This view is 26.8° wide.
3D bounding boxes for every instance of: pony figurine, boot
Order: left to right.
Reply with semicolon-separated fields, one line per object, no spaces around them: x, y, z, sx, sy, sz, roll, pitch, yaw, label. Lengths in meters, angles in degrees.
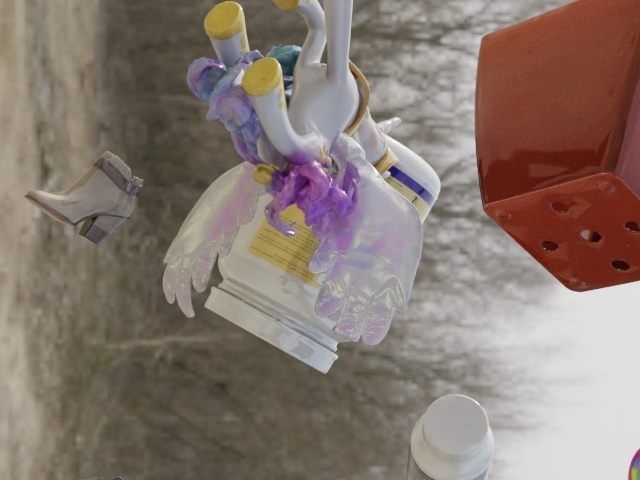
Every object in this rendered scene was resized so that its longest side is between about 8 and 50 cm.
-0.233;-0.052;1.351;0.118;0.042;0.087;40;78;-48;boot
-0.018;-0.095;1.435;0.351;0.303;0.363;-62;150;-28;pony figurine

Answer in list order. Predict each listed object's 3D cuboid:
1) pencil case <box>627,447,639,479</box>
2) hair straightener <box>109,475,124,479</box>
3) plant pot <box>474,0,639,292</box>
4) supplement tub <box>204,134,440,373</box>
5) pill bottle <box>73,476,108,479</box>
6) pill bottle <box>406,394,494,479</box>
0.530;0.350;1.857;0.104;0.236;0.104;-33;-135;39;pencil case
-0.277;0.317;1.316;0.047;0.230;0.089;44;-10;18;hair straightener
0.326;-0.095;1.497;0.267;0.267;0.235;-15;-135;46;plant pot
0.000;0.000;1.942;0.331;0.241;0.241;-61;-175;-4;supplement tub
-0.285;0.285;1.147;0.130;0.246;0.130;6;-82;50;pill bottle
0.167;0.273;1.724;0.180;0.108;0.108;88;-1;-58;pill bottle
